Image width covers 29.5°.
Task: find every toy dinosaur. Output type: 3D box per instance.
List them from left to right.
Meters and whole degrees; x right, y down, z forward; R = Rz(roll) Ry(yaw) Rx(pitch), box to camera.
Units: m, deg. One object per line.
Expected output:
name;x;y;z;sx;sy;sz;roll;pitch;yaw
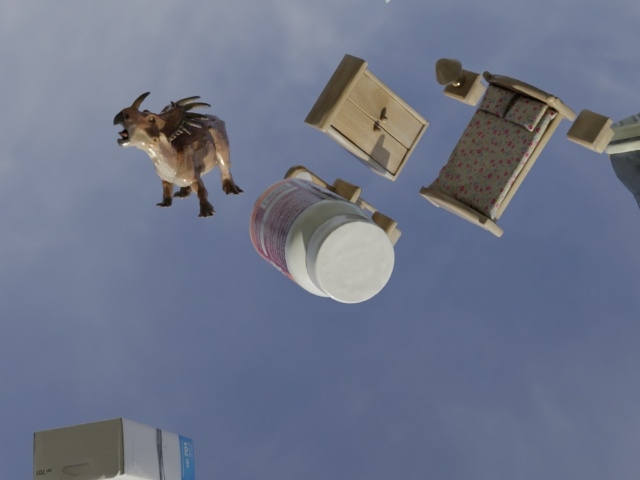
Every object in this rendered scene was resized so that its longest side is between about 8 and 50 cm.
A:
toy dinosaur;-0.206;-0.157;1.967;0.127;0.200;0.295;2;-164;18

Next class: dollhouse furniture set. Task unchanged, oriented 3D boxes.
dollhouse furniture set;0.150;-0.108;1.619;0.355;0.174;0.303;29;-94;48

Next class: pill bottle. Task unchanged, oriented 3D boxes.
pill bottle;0.000;0.000;1.500;0.121;0.121;0.221;-36;-156;-10

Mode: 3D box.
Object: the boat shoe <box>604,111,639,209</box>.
boat shoe;0.566;-0.112;1.518;0.186;0.156;0.500;-22;-172;-30

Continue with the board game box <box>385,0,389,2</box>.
board game box;0.044;-0.425;1.319;0.142;0.144;0.275;-42;-92;-20

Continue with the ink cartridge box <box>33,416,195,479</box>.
ink cartridge box;-0.272;0.297;1.618;0.139;0.190;0.082;-11;-112;20
